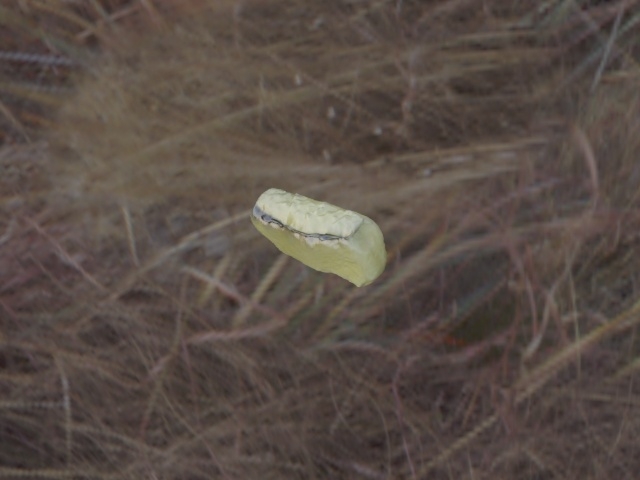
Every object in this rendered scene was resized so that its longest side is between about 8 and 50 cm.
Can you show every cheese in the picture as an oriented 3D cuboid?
[{"bbox_3d":[0.000,0.000,0.729,0.083,0.044,0.030,19,65,43],"label":"cheese"}]
